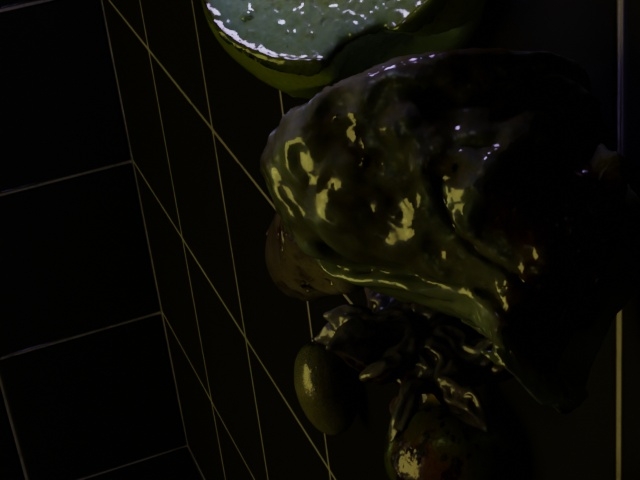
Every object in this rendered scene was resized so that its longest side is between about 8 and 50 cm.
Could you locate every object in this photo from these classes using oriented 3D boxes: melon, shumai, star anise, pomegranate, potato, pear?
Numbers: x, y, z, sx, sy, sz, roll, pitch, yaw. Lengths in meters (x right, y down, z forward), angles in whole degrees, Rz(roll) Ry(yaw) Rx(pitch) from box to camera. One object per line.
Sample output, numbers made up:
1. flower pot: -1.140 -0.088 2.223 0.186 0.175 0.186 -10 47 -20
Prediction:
1. melon: 0.010 0.237 2.196 0.099 0.099 0.162 -149 44 -68
2. shumai: 0.121 0.009 1.161 0.292 0.330 0.289 -24 70 50
3. star anise: 0.108 0.114 1.526 0.129 0.212 0.283 80 167 -45
4. pomegranate: 0.151 0.224 1.605 0.156 0.156 0.220 -144 50 -66
5. potato: 0.000 0.000 1.907 0.262 0.165 0.165 166 89 -71
6. pear: 0.042 -0.218 1.368 0.292 0.292 0.159 122 132 -70
